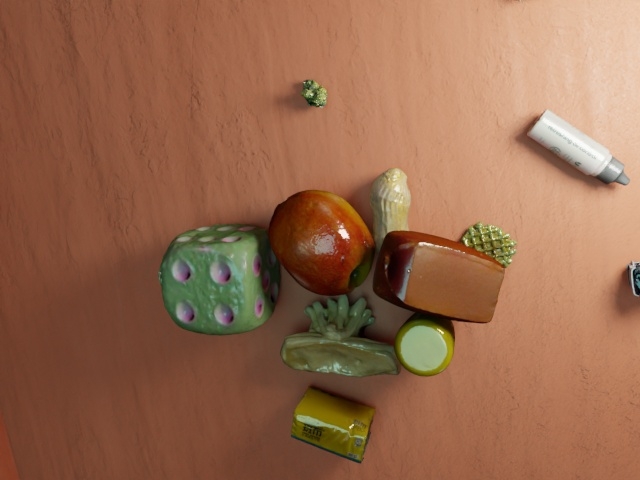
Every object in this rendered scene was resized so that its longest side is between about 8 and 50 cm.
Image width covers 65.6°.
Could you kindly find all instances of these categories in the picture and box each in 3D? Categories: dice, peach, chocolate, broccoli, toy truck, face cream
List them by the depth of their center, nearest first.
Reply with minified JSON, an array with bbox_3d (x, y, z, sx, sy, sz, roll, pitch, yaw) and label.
[{"bbox_3d":[1.016,0.093,1.408,0.253,0.124,0.114,-9,98,20],"label":"toy truck"},{"bbox_3d":[0.753,-0.255,1.432,0.311,0.092,0.092,37,109,5],"label":"face cream"},{"bbox_3d":[-0.002,0.002,1.603,0.372,0.372,0.290,43,78,4],"label":"peach"},{"bbox_3d":[0.225,-0.080,1.604,0.134,0.134,0.309,2,104,16],"label":"chocolate"},{"bbox_3d":[-0.024,-0.480,1.617,0.095,0.092,0.097,9,93,41],"label":"broccoli"},{"bbox_3d":[-0.332,0.124,1.709,0.322,0.318,0.331,0,102,16],"label":"dice"}]

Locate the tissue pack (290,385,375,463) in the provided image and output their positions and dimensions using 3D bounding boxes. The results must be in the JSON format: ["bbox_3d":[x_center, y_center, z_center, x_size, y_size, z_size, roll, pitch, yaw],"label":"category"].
[{"bbox_3d":[0.048,0.646,1.771,0.270,0.192,0.134,15,106,12],"label":"tissue pack"}]

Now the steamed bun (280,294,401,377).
[{"bbox_3d":[0.060,0.328,1.728,0.427,0.189,0.247,-3,129,18],"label":"steamed bun"}]

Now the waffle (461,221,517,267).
[{"bbox_3d":[0.527,0.039,1.587,0.169,0.036,0.184,28,108,8],"label":"waffle"}]

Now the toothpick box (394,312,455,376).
[{"bbox_3d":[0.341,0.306,1.575,0.174,0.271,0.175,2,97,19],"label":"toothpick box"}]

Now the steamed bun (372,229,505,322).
[{"bbox_3d":[0.336,0.105,1.488,0.379,0.248,0.235,14,91,-14],"label":"steamed bun"}]
